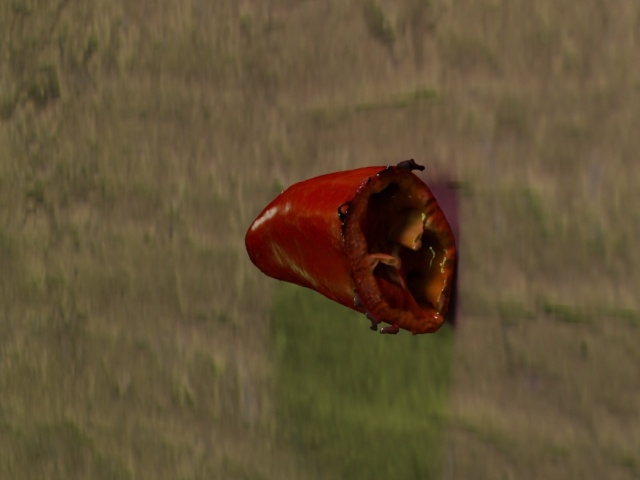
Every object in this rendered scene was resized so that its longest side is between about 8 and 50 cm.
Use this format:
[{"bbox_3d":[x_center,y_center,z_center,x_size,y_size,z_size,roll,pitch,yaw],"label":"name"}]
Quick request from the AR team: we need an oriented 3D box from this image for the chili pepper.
[{"bbox_3d":[0.003,0.003,0.944,0.169,0.065,0.088,4,108,62],"label":"chili pepper"}]
